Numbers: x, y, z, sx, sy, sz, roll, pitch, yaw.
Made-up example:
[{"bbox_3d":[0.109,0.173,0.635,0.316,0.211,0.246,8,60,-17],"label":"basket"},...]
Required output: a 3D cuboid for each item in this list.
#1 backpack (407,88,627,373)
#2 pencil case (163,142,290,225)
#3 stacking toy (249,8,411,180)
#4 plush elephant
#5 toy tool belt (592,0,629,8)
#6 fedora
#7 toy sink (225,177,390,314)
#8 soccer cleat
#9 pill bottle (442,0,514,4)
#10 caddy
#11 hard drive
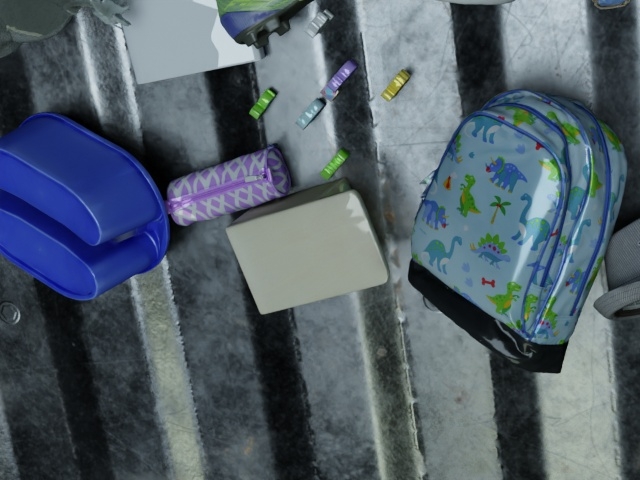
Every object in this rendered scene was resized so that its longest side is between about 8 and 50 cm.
[{"bbox_3d":[0.279,-0.036,1.582,0.290,0.273,0.356,41,106,38],"label":"backpack"},{"bbox_3d":[-0.147,-0.083,1.785,0.206,0.088,0.086,-18,104,23],"label":"pencil case"},{"bbox_3d":[0.009,-0.220,1.706,0.167,0.052,0.221,40,116,1],"label":"stacking toy"},{"bbox_3d":[-0.469,-0.414,1.689,0.330,0.255,0.272,9,111,-33],"label":"plush elephant"},{"bbox_3d":[0.410,-0.345,1.532,0.083,0.051,0.052,-12,105,21],"label":"toy tool belt"},{"bbox_3d":[0.507,0.020,1.563,0.275,0.243,0.124,-21,72,32],"label":"fedora"},{"bbox_3d":[0.000,0.000,1.743,0.234,0.131,0.153,-17,103,27],"label":"toy sink"},{"bbox_3d":[-0.028,-0.394,1.619,0.289,0.093,0.121,-32,86,13],"label":"soccer cleat"},{"bbox_3d":[0.203,-0.477,1.489,0.169,0.169,0.302,10,112,14],"label":"pill bottle"},{"bbox_3d":[-0.400,-0.061,1.824,0.341,0.179,0.241,30,131,21],"label":"caddy"},{"bbox_3d":[-0.221,-0.415,1.711,0.210,0.040,0.319,-8,106,16],"label":"hard drive"}]
